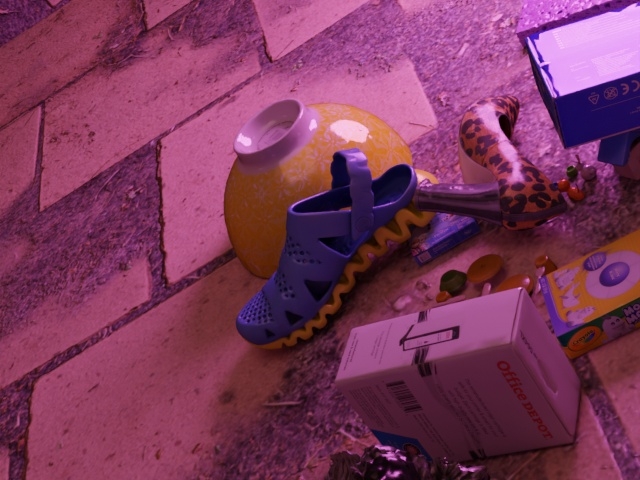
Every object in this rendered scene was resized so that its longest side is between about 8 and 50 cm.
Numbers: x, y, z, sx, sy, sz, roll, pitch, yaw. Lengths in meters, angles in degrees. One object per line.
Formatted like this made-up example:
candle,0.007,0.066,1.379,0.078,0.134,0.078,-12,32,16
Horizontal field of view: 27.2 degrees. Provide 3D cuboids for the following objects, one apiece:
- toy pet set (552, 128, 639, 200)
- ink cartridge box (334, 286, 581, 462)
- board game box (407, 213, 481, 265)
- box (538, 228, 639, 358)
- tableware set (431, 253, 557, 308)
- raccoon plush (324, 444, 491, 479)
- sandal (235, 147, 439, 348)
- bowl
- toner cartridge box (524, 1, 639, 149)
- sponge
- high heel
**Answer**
toy pet set,0.332,-0.109,1.567,0.122,0.065,0.114,-46,32,-13
ink cartridge box,0.142,0.144,1.338,0.203,0.148,0.086,-16,35,30
board game box,0.151,-0.019,1.674,0.090,0.020,0.090,-31,30,11
box,0.325,0.044,1.391,0.179,0.043,0.105,-27,32,14
tableware set,0.199,0.053,1.530,0.154,0.024,0.104,-18,32,31
raccoon plush,0.044,0.375,1.173,0.446,0.216,0.299,-43,28,59
sandal,0.000,0.000,1.677,0.317,0.138,0.126,-48,31,0
bowl,-0.033,-0.103,1.844,0.289,0.156,0.289,-26,33,18
toner cartridge box,0.427,-0.223,1.537,0.347,0.075,0.165,-16,33,7
sponge,0.380,-0.347,1.873,0.210,0.031,0.117,-15,37,32
high heel,0.252,-0.101,1.642,0.186,0.093,0.261,8,40,30
